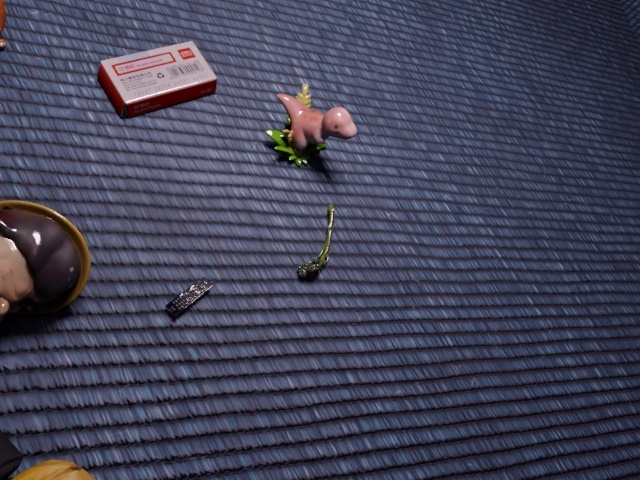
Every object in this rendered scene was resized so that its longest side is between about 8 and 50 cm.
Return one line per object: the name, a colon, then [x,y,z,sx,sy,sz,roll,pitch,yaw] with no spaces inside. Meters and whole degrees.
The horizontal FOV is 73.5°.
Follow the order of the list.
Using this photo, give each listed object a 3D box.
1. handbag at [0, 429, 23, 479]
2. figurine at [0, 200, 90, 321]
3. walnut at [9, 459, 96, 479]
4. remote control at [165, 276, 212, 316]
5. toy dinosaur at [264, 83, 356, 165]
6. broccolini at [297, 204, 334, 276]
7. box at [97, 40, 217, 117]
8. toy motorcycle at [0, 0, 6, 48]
handbag: [-0.588,0.281,0.532,0.275,0.178,0.302,-44,88,-12]
figurine: [-0.488,0.048,0.645,0.167,0.192,0.257,11,25,18]
walnut: [-0.386,0.402,0.565,0.159,0.159,0.206,34,68,-4]
remote control: [-0.250,0.107,0.818,0.034,0.016,0.091,39,59,18]
toy dinosaur: [-0.028,-0.257,0.963,0.152,0.177,0.194,-36,81,-30]
broccolini: [0.004,0.005,0.950,0.052,0.054,0.194,46,48,-32]
box: [-0.361,-0.364,0.961,0.229,0.050,0.123,-29,78,-27]
toy motorcycle: [-0.742,-0.447,0.801,0.326,0.148,0.221,43,54,5]
